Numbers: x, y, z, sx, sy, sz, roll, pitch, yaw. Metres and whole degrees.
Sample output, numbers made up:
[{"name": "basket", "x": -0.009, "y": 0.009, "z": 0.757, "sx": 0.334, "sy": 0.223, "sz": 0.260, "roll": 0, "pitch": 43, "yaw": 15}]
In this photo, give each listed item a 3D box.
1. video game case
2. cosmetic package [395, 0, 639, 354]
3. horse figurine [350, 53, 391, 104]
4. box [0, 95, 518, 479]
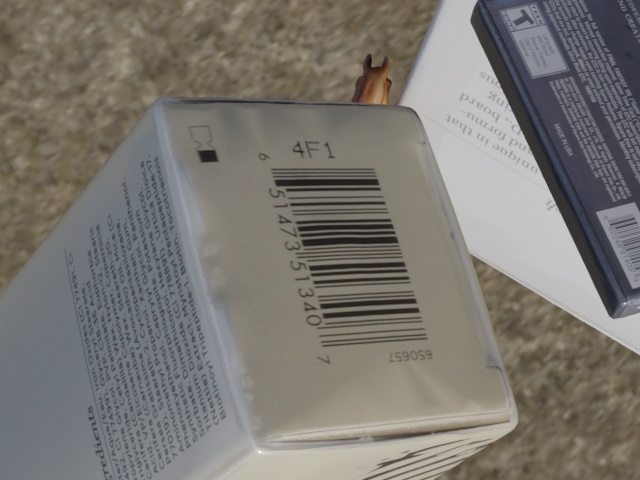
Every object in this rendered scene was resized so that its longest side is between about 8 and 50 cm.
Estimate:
[{"name": "video game case", "x": 0.244, "y": -0.077, "z": 0.930, "sx": 0.026, "sy": 0.274, "sz": 0.196, "roll": 111, "pitch": 141, "yaw": -60}, {"name": "cosmetic package", "x": 0.283, "y": -0.171, "z": 1.342, "sx": 0.327, "sy": 0.329, "sz": 0.393, "roll": 30, "pitch": 148, "yaw": 6}, {"name": "horse figurine", "x": 0.000, "y": 0.000, "z": 1.314, "sx": 0.066, "sy": 0.263, "sz": 0.174, "roll": 25, "pitch": 146, "yaw": 28}, {"name": "box", "x": -0.058, "y": 0.066, "z": 0.562, "sx": 0.275, "sy": 0.094, "sz": 0.113, "roll": -42, "pitch": 58, "yaw": 50}]
